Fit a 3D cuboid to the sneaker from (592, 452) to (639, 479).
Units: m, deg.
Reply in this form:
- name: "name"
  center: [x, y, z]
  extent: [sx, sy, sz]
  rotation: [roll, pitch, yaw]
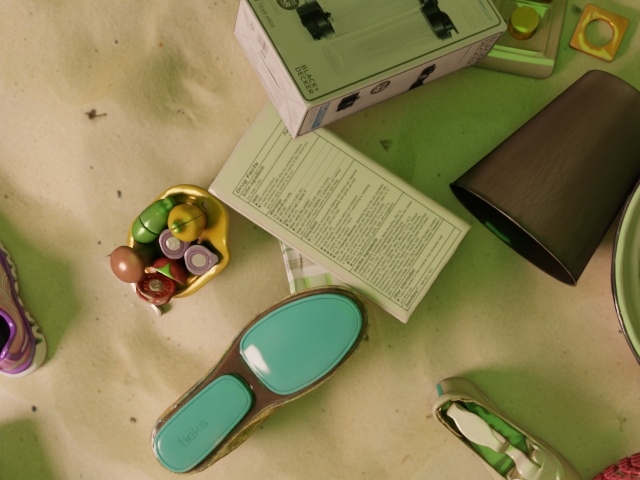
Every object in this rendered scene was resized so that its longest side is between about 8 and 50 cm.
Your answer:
- name: "sneaker"
  center: [0.473, 0.317, 1.231]
  extent: [0.299, 0.121, 0.112]
  rotation: [-13, 90, 1]

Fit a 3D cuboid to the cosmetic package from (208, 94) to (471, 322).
- name: "cosmetic package"
  center: [0.026, -0.040, 1.258]
  extent: [0.296, 0.129, 0.153]
  rotation: [35, 92, 2]

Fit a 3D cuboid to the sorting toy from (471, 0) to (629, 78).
- name: "sorting toy"
  center: [0.241, -0.327, 1.315]
  extent: [0.348, 0.047, 0.196]
  rotation: [11, 88, 5]

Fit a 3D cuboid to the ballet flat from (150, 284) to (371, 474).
- name: "ballet flat"
  center: [-0.075, 0.170, 1.270]
  extent: [0.348, 0.123, 0.123]
  rotation: [-41, 85, 13]

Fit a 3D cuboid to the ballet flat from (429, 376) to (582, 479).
- name: "ballet flat"
  center: [0.241, 0.274, 1.271]
  extent: [0.248, 0.086, 0.086]
  rotation: [38, 91, 5]

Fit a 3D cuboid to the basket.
- name: "basket"
  center: [0.313, -0.092, 1.251]
  extent: [0.204, 0.154, 0.227]
  rotation: [40, 86, 19]

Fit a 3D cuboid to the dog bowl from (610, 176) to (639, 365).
- name: "dog bowl"
  center: [0.552, 0.042, 1.225]
  extent: [0.408, 0.150, 0.408]
  rotation: [0, 87, 4]

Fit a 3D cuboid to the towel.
- name: "towel"
  center: [0.000, 0.000, 1.331]
  extent: [0.113, 0.023, 0.152]
  rotation: [-13, 87, 4]

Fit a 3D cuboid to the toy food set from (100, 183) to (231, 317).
- name: "toy food set"
  center: [-0.208, 0.023, 1.276]
  extent: [0.218, 0.071, 0.128]
  rotation: [-41, 89, 31]

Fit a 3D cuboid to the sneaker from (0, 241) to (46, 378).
- name: "sneaker"
  center: [-0.456, 0.077, 1.322]
  extent: [0.095, 0.104, 0.236]
  rotation: [-30, 85, 4]

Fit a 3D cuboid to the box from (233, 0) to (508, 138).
- name: "box"
  center: [0.061, -0.258, 1.207]
  extent: [0.290, 0.087, 0.169]
  rotation: [-26, 77, -19]
